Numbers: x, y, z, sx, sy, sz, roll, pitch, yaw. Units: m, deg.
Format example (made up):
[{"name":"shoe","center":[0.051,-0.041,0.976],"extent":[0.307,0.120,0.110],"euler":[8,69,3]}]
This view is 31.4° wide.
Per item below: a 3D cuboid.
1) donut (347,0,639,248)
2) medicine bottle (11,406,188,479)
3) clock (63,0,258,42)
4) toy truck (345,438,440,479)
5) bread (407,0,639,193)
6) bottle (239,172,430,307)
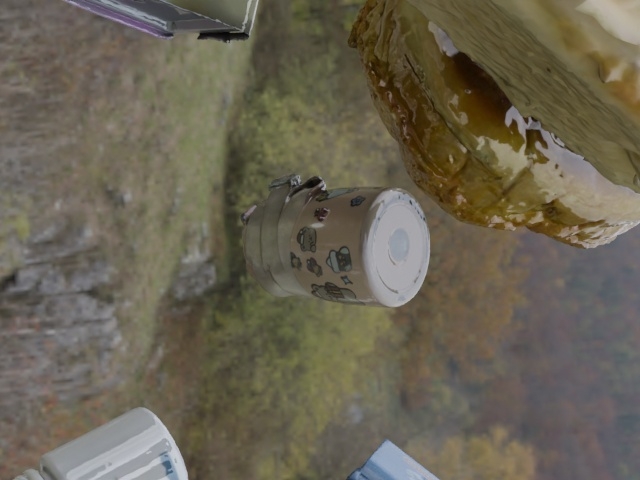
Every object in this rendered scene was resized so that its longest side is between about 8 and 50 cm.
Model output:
[{"name":"donut","center":[0.177,-0.133,1.009],"extent":[0.160,0.330,0.330],"euler":[-45,-147,42]},{"name":"medicine bottle","center":[-0.292,0.315,1.399],"extent":[0.139,0.237,0.139],"euler":[38,-38,38]},{"name":"clock","center":[-0.161,-0.227,0.937],"extent":[0.192,0.147,0.071],"euler":[16,87,-38]},{"name":"toy truck","center":[0.000,0.370,1.129],"extent":[0.367,0.146,0.175],"euler":[-52,169,-17]},{"name":"bread","center":[0.234,-0.220,0.605],"extent":[0.390,0.371,0.279],"euler":[36,4,-20]},{"name":"bottle","center":[-0.001,0.001,0.877],"extent":[0.099,0.152,0.099],"euler":[-5,97,-50]}]
